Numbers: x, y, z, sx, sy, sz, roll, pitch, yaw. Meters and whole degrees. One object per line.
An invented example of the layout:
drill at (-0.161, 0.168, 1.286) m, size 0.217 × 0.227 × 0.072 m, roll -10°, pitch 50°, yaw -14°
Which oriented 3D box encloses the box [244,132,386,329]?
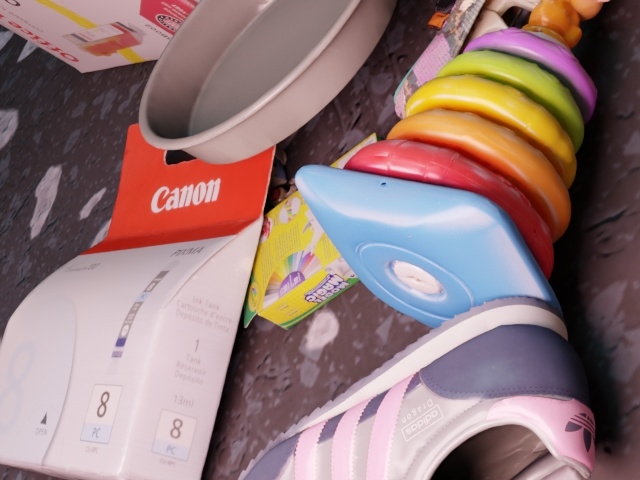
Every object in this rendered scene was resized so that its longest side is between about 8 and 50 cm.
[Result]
box at (0.000, 0.000, 1.084) m, size 0.179 × 0.043 × 0.105 m, roll -34°, pitch 43°, yaw 28°

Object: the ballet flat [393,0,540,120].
ballet flat at (0.141, -0.180, 1.032) m, size 0.079 × 0.077 × 0.222 m, roll 33°, pitch 96°, yaw 37°

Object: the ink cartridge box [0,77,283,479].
ink cartridge box at (-0.184, 0.035, 1.193) m, size 0.308 × 0.091 × 0.385 m, roll -7°, pitch 67°, yaw 53°

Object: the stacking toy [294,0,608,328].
stacking toy at (0.134, -0.092, 0.917) m, size 0.175 × 0.166 × 0.302 m, roll 12°, pitch 62°, yaw 37°

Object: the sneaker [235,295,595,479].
sneaker at (0.044, 0.172, 0.840) m, size 0.319 × 0.112 × 0.131 m, roll -43°, pitch 35°, yaw 23°

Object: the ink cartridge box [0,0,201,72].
ink cartridge box at (-0.265, -0.337, 1.453) m, size 0.384 × 0.279 × 0.160 m, roll 2°, pitch 67°, yaw 52°

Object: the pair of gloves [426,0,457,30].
pair of gloves at (0.132, -0.215, 1.111) m, size 0.083 × 0.010 × 0.074 m, roll 19°, pitch 82°, yaw 57°

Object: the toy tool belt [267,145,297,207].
toy tool belt at (-0.059, -0.066, 1.195) m, size 0.052 × 0.051 × 0.083 m, roll -44°, pitch 38°, yaw 19°

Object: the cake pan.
cake pan at (-0.042, -0.183, 1.144) m, size 0.293 × 0.054 × 0.293 m, roll -33°, pitch 33°, yaw 24°
